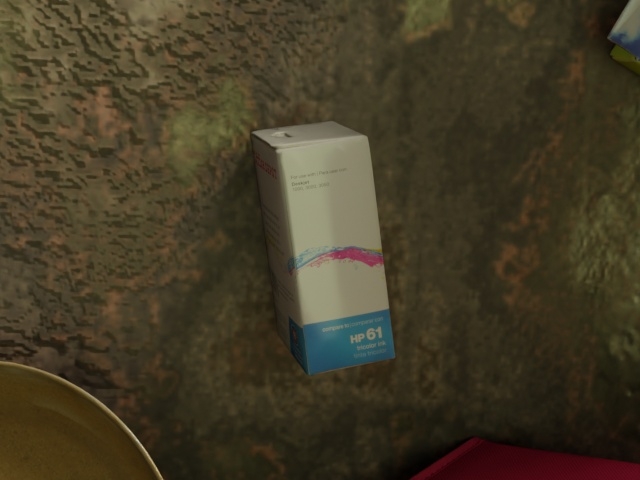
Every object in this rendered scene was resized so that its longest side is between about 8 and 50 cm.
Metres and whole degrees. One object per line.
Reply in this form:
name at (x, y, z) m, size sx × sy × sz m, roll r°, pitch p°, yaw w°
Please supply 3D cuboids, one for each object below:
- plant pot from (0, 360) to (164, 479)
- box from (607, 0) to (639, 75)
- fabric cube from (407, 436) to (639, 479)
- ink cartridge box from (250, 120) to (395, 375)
plant pot at (-0.171, 0.180, 0.667) m, size 0.236 × 0.032 × 0.236 m, roll -2°, pitch 81°, yaw 16°
box at (0.256, -0.120, 0.769) m, size 0.178 × 0.042 × 0.109 m, roll 28°, pitch 93°, yaw -16°
fabric cube at (0.132, 0.275, 0.659) m, size 0.254 × 0.258 × 0.259 m, roll -26°, pitch 109°, yaw -45°
ink cartridge box at (0.000, 0.000, 0.712) m, size 0.052 × 0.088 × 0.122 m, roll -11°, pitch 103°, yaw -10°
